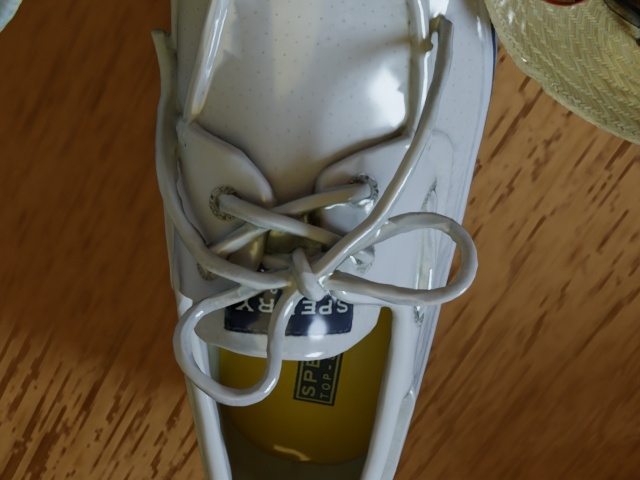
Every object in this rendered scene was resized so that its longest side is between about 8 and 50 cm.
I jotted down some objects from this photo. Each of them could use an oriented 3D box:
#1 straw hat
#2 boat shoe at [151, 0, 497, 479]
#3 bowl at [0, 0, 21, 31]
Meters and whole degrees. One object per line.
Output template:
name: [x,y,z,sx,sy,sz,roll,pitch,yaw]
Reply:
straw hat: [0.133,-0.107,0.660,0.145,0.061,0.144,5,127,7]
boat shoe: [-0.009,0.000,0.706,0.136,0.156,0.367,8,130,1]
bowl: [-0.259,-0.126,0.619,0.289,0.289,0.156,-22,80,24]
